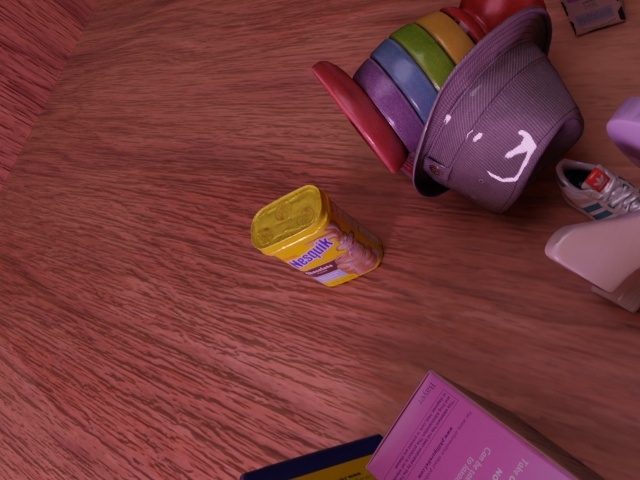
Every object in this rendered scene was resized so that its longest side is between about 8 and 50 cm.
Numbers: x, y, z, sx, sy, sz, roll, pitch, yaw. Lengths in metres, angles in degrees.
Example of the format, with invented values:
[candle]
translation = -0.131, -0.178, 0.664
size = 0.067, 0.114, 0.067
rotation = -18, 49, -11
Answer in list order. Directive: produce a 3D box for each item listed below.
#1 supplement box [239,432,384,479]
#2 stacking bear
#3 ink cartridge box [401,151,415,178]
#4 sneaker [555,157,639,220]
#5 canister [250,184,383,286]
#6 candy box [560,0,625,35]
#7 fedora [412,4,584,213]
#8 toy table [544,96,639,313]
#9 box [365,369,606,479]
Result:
[supplement box]
translation = 0.063, 0.397, 0.582
size = 0.356, 0.195, 0.194
rotation = 44, 126, 44
[stacking bear]
translation = 0.164, -0.237, 0.815
size = 0.289, 0.175, 0.164
rotation = -38, 48, 8
[ink cartridge box]
translation = 0.178, -0.174, 0.922
size = 0.175, 0.072, 0.127
rotation = -48, 47, 8
[sneaker]
translation = 0.341, -0.048, 0.719
size = 0.057, 0.075, 0.161
rotation = -51, 46, 6
[canister]
translation = 0.000, 0.000, 0.905
size = 0.126, 0.170, 0.073
rotation = -25, 53, 27
[candy box]
translation = 0.347, -0.407, 0.824
size = 0.070, 0.196, 0.164
rotation = -11, 61, 36
[fedora]
translation = 0.233, -0.129, 0.752
size = 0.244, 0.275, 0.124
rotation = -38, 69, -21
[toy table]
translation = 0.356, 0.010, 0.575
size = 0.274, 0.252, 0.161
rotation = 33, 96, 8
[box]
translation = 0.204, 0.256, 0.572
size = 0.243, 0.213, 0.117
rotation = 32, 89, 44
